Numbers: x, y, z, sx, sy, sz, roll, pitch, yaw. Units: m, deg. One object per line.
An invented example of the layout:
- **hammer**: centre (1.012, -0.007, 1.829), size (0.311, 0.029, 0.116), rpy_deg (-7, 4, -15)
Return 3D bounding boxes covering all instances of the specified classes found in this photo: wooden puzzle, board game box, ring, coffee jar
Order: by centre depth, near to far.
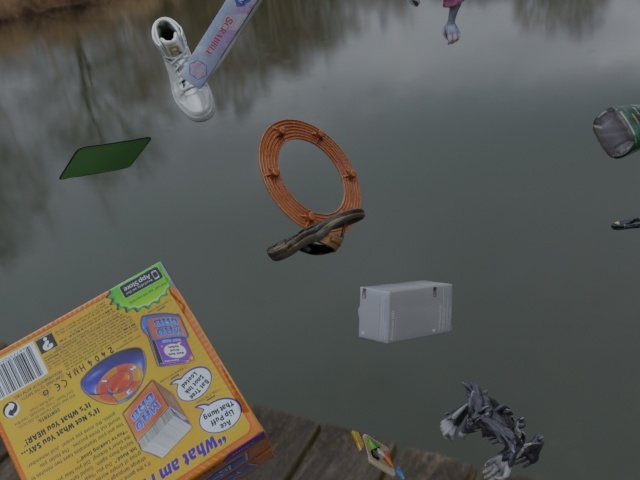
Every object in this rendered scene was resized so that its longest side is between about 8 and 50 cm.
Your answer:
- **board game box**: centre (-0.333, 0.326, 1.236), size (0.357, 0.356, 0.356), rpy_deg (-30, 70, -14)
- **wooden puzzle**: centre (0.110, 0.403, 1.266), size (0.014, 0.116, 0.078), rpy_deg (-48, 26, 15)
- **coffee jar**: centre (0.617, -0.220, 1.292), size (0.185, 0.096, 0.079), rpy_deg (-16, -16, -32)
- **board game box**: centre (-0.221, -0.568, 1.721), size (0.066, 0.318, 0.318), rpy_deg (34, 25, -13)
- **ring**: centre (-0.016, -0.170, 1.730), size (0.032, 0.336, 0.337), rpy_deg (-31, 4, 43)

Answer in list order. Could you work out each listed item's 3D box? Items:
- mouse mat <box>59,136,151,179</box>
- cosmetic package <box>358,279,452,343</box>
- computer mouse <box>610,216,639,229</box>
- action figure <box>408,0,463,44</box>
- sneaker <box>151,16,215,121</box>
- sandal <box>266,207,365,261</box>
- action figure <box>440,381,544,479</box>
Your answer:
- **mouse mat**: centre (-0.502, -0.192, 1.566), size (0.190, 0.007, 0.153), rpy_deg (-17, -13, -44)
- **cosmetic package**: centre (0.206, 0.167, 1.614), size (0.238, 0.127, 0.107), rpy_deg (-5, 8, -44)
- **computer mouse**: centre (0.825, -0.073, 1.631), size (0.242, 0.041, 0.071), rpy_deg (-16, 13, -1)
- **action figure**: centre (0.317, -0.648, 1.546), size (0.370, 0.275, 0.248), rpy_deg (-32, 71, -26)
- **sneaker**: centre (-0.387, -0.474, 1.845), size (0.108, 0.169, 0.292), rpy_deg (-26, 70, -3)
- **sandal**: centre (0.000, 0.000, 1.142), size (0.090, 0.060, 0.219), rpy_deg (-22, 4, 40)
- **action figure**: centre (0.324, 0.373, 1.283), size (0.141, 0.276, 0.164), rpy_deg (-47, 46, 7)
